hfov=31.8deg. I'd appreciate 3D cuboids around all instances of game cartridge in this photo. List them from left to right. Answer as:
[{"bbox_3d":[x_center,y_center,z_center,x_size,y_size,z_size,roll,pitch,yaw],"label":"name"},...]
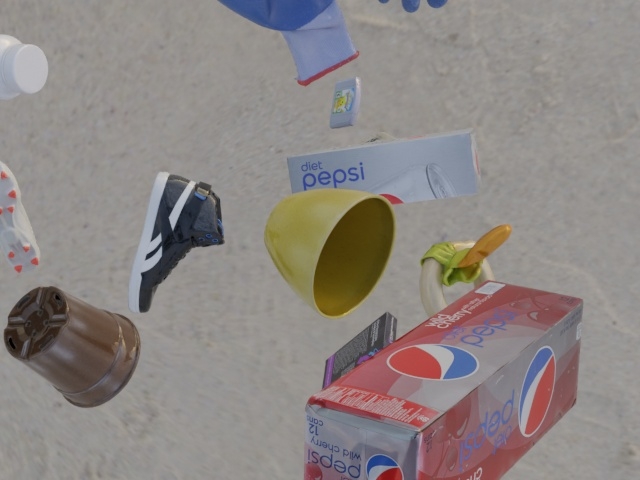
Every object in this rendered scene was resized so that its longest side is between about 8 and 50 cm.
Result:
[{"bbox_3d":[0.042,-0.225,1.831,0.017,0.056,0.083,20,73,-43],"label":"game cartridge"}]

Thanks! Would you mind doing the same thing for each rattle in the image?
[{"bbox_3d":[0.214,0.090,1.417,0.130,0.143,0.199,0,77,-56],"label":"rattle"}]

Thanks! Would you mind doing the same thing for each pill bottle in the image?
[{"bbox_3d":[-0.479,-0.250,1.616,0.094,0.169,0.094,-25,119,-57],"label":"pill bottle"}]

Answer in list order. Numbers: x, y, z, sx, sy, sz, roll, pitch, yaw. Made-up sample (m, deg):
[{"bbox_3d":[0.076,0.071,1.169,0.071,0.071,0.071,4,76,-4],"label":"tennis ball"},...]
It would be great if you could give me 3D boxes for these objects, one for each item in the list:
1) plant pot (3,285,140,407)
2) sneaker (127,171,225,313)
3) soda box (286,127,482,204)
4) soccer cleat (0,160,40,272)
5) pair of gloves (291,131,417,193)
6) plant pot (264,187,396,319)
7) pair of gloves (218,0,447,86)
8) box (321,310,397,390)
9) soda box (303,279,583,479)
[{"bbox_3d":[-0.401,0.159,1.781,0.167,0.167,0.165,-60,141,-12],"label":"plant pot"},{"bbox_3d":[-0.207,0.016,1.660,0.121,0.079,0.216,14,98,-1],"label":"sneaker"},{"bbox_3d":[0.099,-0.104,1.725,0.286,0.091,0.098,-6,98,13],"label":"soda box"},{"bbox_3d":[-0.466,-0.040,1.658,0.068,0.076,0.196,-20,125,-10],"label":"soccer cleat"},{"bbox_3d":[0.081,-0.110,1.938,0.240,0.204,0.042,-34,118,-26],"label":"pair of gloves"},{"bbox_3d":[0.000,0.000,1.143,0.134,0.095,0.134,-33,137,-38],"label":"plant pot"},{"bbox_3d":[0.016,-0.194,0.712,0.198,0.023,0.159,-32,124,-11],"label":"pair of gloves"},{"bbox_3d":[0.064,0.204,1.874,0.029,0.162,0.116,36,33,-18],"label":"box"},{"bbox_3d":[0.093,0.111,0.767,0.263,0.083,0.092,-24,120,-53],"label":"soda box"}]
